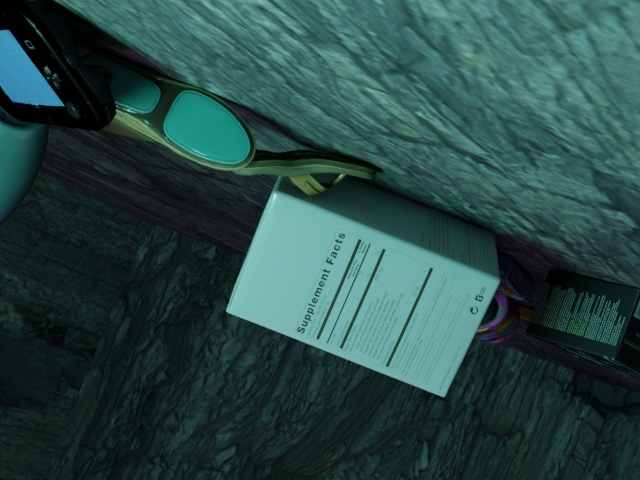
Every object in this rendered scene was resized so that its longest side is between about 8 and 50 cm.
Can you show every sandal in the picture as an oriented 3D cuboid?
[{"bbox_3d":[-0.024,-0.077,1.440,0.180,0.049,0.072,-1,-164,-24],"label":"sandal"}]

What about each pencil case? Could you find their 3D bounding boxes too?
[{"bbox_3d":[0.297,0.122,2.176,0.104,0.104,0.236,20,173,17],"label":"pencil case"}]

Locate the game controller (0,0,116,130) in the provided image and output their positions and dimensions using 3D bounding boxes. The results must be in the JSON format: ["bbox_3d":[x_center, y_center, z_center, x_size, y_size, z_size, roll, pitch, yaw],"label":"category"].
[{"bbox_3d":[-0.331,-0.198,1.354,0.166,0.067,0.319,47,161,-28],"label":"game controller"}]

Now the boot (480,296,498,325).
[{"bbox_3d":[0.210,0.071,1.798,0.189,0.076,0.208,22,168,-12],"label":"boot"}]

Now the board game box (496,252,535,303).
[{"bbox_3d":[0.244,0.041,1.868,0.136,0.035,0.201,19,174,24],"label":"board game box"}]

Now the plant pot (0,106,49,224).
[{"bbox_3d":[-0.471,-0.160,1.613,0.195,0.290,0.290,-29,143,32],"label":"plant pot"}]

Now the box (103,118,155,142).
[{"bbox_3d":[-0.365,-0.204,1.862,0.164,0.021,0.201,18,173,33],"label":"box"}]

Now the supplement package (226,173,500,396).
[{"bbox_3d":[0.056,0.039,1.547,0.292,0.175,0.177,22,-159,-2],"label":"supplement package"}]

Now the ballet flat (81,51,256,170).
[{"bbox_3d":[-0.174,-0.146,1.405,0.232,0.080,0.073,30,169,5],"label":"ballet flat"}]

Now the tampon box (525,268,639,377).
[{"bbox_3d":[0.390,0.116,1.685,0.120,0.102,0.161,26,174,-37],"label":"tampon box"}]

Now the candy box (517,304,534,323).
[{"bbox_3d":[0.422,0.153,2.352,0.105,0.027,0.206,21,176,-39],"label":"candy box"}]
